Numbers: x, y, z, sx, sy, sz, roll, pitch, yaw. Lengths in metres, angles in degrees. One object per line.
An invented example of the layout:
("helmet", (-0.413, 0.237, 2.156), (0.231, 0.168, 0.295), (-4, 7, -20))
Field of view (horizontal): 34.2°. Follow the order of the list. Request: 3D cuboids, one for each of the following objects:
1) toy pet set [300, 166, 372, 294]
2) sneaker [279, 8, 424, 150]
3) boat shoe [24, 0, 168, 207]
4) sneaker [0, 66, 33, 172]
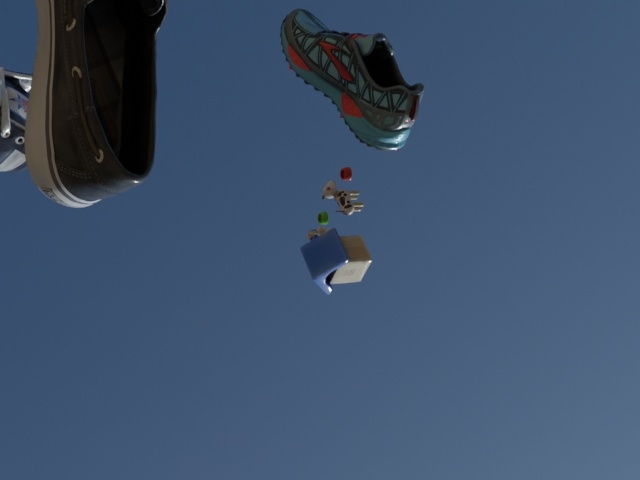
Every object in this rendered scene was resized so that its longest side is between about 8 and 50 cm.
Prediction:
("toy pet set", (0.000, 0.000, 1.109), (0.065, 0.122, 0.114), (-4, -128, -26))
("sneaker", (0.053, -0.252, 1.450), (0.104, 0.125, 0.262), (-23, -117, -44))
("boat shoe", (-0.123, -0.134, 0.601), (0.076, 0.080, 0.228), (-5, -105, 33))
("sneaker", (-0.308, -0.143, 0.911), (0.153, 0.282, 0.099), (1, -115, -25))
